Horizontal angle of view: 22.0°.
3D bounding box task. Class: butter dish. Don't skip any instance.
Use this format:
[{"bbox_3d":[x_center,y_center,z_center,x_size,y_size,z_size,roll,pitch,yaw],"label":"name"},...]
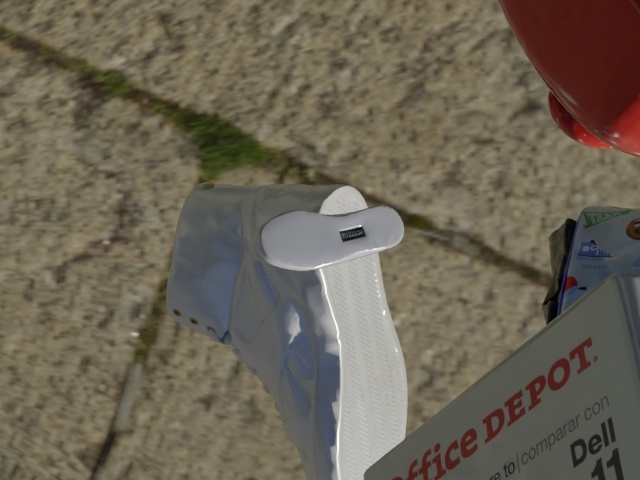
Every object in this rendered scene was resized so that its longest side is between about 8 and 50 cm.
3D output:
[{"bbox_3d":[0.128,-0.082,0.617,0.159,0.118,0.160,0,50,-36],"label":"butter dish"}]

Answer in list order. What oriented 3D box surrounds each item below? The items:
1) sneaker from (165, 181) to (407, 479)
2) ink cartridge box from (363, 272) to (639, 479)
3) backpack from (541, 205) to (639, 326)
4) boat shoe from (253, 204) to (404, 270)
[{"bbox_3d":[-0.031,0.086,1.327,0.108,0.169,0.293,-33,122,-49],"label":"sneaker"},{"bbox_3d":[0.093,0.136,0.496,0.086,0.153,0.208,15,50,-27],"label":"ink cartridge box"},{"bbox_3d":[0.297,0.096,1.435,0.263,0.213,0.277,39,51,-50],"label":"backpack"},{"bbox_3d":[0.000,0.000,0.955,0.100,0.035,0.035,-11,80,-36],"label":"boat shoe"}]
